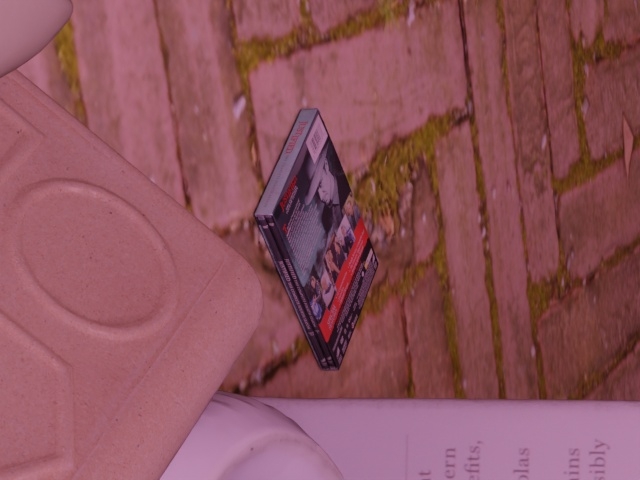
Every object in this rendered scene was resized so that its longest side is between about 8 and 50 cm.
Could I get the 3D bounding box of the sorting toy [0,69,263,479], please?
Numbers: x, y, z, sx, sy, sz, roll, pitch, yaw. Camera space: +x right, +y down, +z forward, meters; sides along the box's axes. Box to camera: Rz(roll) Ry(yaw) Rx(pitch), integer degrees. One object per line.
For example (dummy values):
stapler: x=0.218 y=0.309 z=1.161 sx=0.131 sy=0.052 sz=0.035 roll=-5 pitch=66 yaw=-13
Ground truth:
sorting toy: x=-0.130 y=0.010 z=0.655 sx=0.208 sy=0.038 sz=0.193 roll=43 pitch=38 yaw=-8

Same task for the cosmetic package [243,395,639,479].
cosmetic package: x=0.164 y=0.189 z=0.882 sx=0.161 sy=0.453 sz=0.230 roll=18 pitch=73 yaw=-65

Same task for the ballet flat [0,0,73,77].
ballet flat: x=-0.173 y=-0.061 z=0.578 sx=0.248 sy=0.086 sz=0.086 roll=10 pitch=80 yaw=-50

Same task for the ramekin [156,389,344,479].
ramekin: x=-0.073 y=0.176 z=0.753 sx=0.273 sy=0.127 sz=0.273 roll=-2 pitch=90 yaw=-66

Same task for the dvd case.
dvd case: x=0.000 y=0.000 z=1.062 sx=0.087 sy=0.013 sz=0.119 roll=-68 pitch=148 yaw=-41
